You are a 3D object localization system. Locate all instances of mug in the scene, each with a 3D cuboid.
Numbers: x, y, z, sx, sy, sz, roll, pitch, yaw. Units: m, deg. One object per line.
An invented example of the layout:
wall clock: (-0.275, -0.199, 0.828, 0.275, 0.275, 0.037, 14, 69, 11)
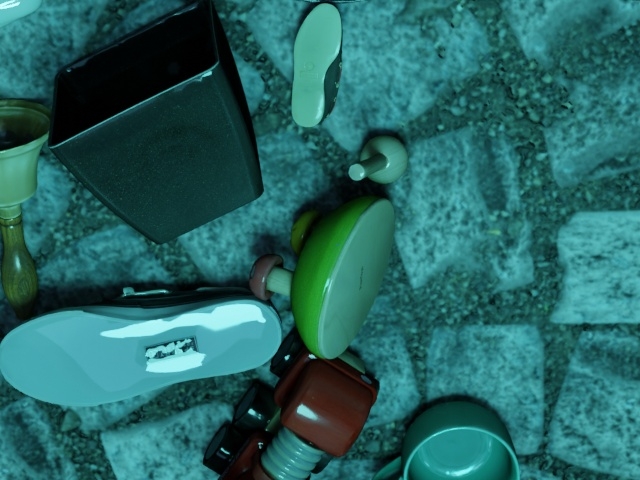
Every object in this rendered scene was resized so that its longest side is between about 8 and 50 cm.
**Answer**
mug: (0.143, 0.246, 1.706, 0.158, 0.097, 0.129, 13, 109, -5)

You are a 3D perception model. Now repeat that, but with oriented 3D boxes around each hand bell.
hand bell: (-0.335, -0.017, 1.619, 0.126, 0.126, 0.242, -2, 120, 0)

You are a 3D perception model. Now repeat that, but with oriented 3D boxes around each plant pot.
plant pot: (-0.155, -0.111, 1.545, 0.187, 0.188, 0.167, -25, 121, 7)

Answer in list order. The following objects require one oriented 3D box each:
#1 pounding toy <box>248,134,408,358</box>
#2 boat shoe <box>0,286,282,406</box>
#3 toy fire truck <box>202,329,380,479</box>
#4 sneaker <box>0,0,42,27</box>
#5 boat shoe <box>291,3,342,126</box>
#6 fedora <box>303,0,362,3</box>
pounding toy: (0.000, 0.000, 1.599, 0.110, 0.183, 0.237, 20, 109, 18)
boat shoe: (-0.197, 0.102, 1.650, 0.306, 0.105, 0.113, -13, 105, -3)
toy fire truck: (-0.049, 0.229, 1.618, 0.158, 0.246, 0.217, 33, 106, -12)
sneaker: (-0.392, -0.221, 1.554, 0.235, 0.090, 0.095, -12, 122, 7)
boat shoe: (-0.002, -0.187, 1.586, 0.049, 0.042, 0.133, 15, 110, 16)
fedora: (0.006, -0.371, 1.463, 0.334, 0.152, 0.334, 0, 109, -1)
